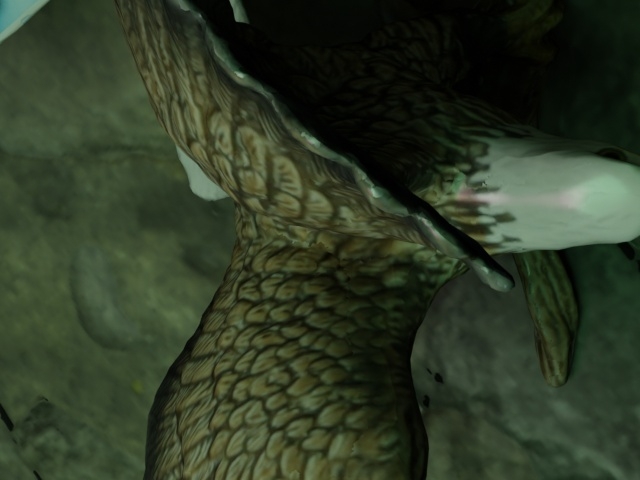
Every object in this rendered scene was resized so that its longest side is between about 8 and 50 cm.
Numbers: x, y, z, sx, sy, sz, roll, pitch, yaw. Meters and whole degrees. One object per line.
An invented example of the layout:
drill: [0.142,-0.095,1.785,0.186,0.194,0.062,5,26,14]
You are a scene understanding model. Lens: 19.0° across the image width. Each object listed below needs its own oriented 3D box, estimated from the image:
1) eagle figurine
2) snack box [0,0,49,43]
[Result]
eagle figurine: [0.009,-0.004,0.584,0.226,0.298,0.225,50,127,-2]
snack box: [-0.226,-0.171,0.607,0.322,0.060,0.187,44,129,-16]
